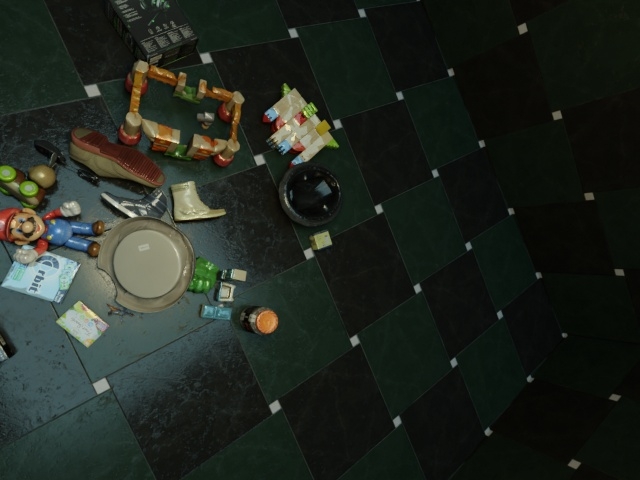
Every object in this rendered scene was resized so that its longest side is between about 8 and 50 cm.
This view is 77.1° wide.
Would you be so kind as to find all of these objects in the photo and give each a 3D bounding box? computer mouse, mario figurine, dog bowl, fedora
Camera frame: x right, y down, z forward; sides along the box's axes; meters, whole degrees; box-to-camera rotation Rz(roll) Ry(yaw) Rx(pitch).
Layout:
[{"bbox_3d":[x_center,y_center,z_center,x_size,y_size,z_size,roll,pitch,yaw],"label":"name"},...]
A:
[{"bbox_3d":[-0.916,-0.289,1.465,0.242,0.071,0.041,36,59,-22],"label":"computer mouse"},{"bbox_3d":[-0.913,-0.027,1.359,0.320,0.170,0.198,11,46,-39],"label":"mario figurine"},{"bbox_3d":[-0.623,0.083,1.481,0.348,0.102,0.349,0,94,1],"label":"dog bowl"},{"bbox_3d":[-0.062,-0.206,1.882,0.334,0.152,0.334,4,82,-29],"label":"fedora"}]

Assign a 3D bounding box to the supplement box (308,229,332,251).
[{"bbox_3d":[0.000,0.000,1.947,0.083,0.056,0.083,-19,93,-30],"label":"supplement box"}]

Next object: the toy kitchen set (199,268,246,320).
[{"bbox_3d":[-0.397,0.219,1.635,0.122,0.166,0.207,13,78,-28],"label":"toy kitchen set"}]

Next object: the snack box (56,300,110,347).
[{"bbox_3d":[-0.852,0.299,1.445,0.141,0.037,0.100,48,66,-16],"label":"snack box"}]

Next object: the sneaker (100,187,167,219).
[{"bbox_3d":[-0.705,-0.158,1.552,0.226,0.086,0.163,36,71,-23],"label":"sneaker"}]

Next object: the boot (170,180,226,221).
[{"bbox_3d":[-0.507,-0.165,1.674,0.213,0.077,0.165,-7,86,-27],"label":"boot"}]

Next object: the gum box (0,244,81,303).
[{"bbox_3d":[-0.967,0.119,1.400,0.184,0.041,0.157,26,72,-25],"label":"gum box"}]

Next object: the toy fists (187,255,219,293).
[{"bbox_3d":[-0.543,0.108,1.609,0.279,0.096,0.142,38,70,-21],"label":"toy fists"}]

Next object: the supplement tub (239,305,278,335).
[{"bbox_3d":[-0.257,0.335,1.686,0.117,0.190,0.117,4,82,-28],"label":"supplement tub"}]

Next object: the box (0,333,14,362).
[{"bbox_3d":[-1.101,0.346,1.269,0.158,0.093,0.156,-30,99,-27],"label":"box"}]

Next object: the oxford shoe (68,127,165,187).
[{"bbox_3d":[-0.767,-0.287,1.524,0.348,0.130,0.123,30,34,-17],"label":"oxford shoe"}]

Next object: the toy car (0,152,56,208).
[{"bbox_3d":[-0.981,-0.226,1.379,0.149,0.155,0.188,40,57,-19],"label":"toy car"}]

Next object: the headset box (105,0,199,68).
[{"bbox_3d":[-0.685,-0.875,1.627,0.246,0.131,0.283,-40,103,-27],"label":"headset box"}]

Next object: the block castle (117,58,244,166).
[{"bbox_3d":[-0.549,-0.486,1.616,0.453,0.213,0.303,9,76,-30],"label":"block castle"}]

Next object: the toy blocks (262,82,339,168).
[{"bbox_3d":[-0.134,-0.506,1.884,0.261,0.190,0.381,-44,106,-14],"label":"toy blocks"}]

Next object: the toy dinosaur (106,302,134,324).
[{"bbox_3d":[-0.746,0.269,1.509,0.082,0.047,0.090,-5,75,-48],"label":"toy dinosaur"}]
